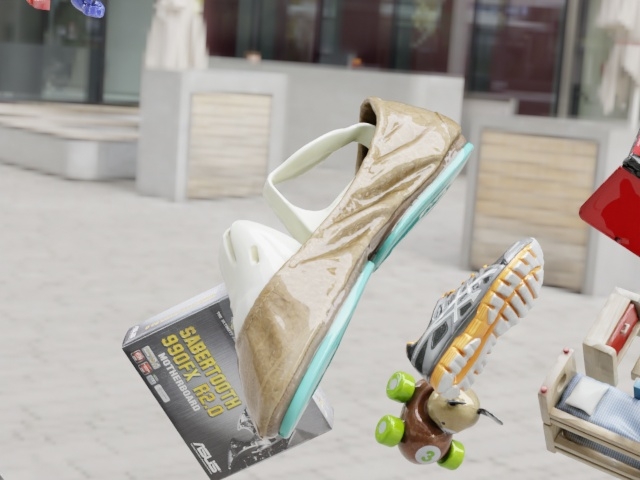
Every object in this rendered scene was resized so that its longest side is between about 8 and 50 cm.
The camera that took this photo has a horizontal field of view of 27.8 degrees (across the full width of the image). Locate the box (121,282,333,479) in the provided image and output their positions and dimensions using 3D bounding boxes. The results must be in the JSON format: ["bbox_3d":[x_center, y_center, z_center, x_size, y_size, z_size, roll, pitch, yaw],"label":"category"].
[{"bbox_3d":[-0.115,0.177,1.648,0.183,0.231,0.056,-25,20,13],"label":"box"}]

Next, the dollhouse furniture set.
[{"bbox_3d":[0.333,0.144,1.372,0.129,0.183,0.129,21,-28,28],"label":"dollhouse furniture set"}]

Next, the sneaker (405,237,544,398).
[{"bbox_3d":[0.179,0.078,1.502,0.083,0.215,0.084,32,-13,42],"label":"sneaker"}]

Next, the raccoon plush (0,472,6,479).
[{"bbox_3d":[-0.486,0.467,1.632,0.299,0.216,0.446,-33,-1,-14],"label":"raccoon plush"}]

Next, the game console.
[{"bbox_3d":[0.360,-0.050,1.328,0.144,0.124,0.085,32,-25,-11],"label":"game console"}]

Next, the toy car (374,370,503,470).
[{"bbox_3d":[0.209,0.290,2.103,0.155,0.149,0.188,24,-21,-23],"label":"toy car"}]

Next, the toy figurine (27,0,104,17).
[{"bbox_3d":[-0.257,-0.404,1.570,0.191,0.362,0.217,-11,46,-33],"label":"toy figurine"}]

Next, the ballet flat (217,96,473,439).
[{"bbox_3d":[0.000,0.000,0.988,0.124,0.116,0.342,31,54,5],"label":"ballet flat"}]
